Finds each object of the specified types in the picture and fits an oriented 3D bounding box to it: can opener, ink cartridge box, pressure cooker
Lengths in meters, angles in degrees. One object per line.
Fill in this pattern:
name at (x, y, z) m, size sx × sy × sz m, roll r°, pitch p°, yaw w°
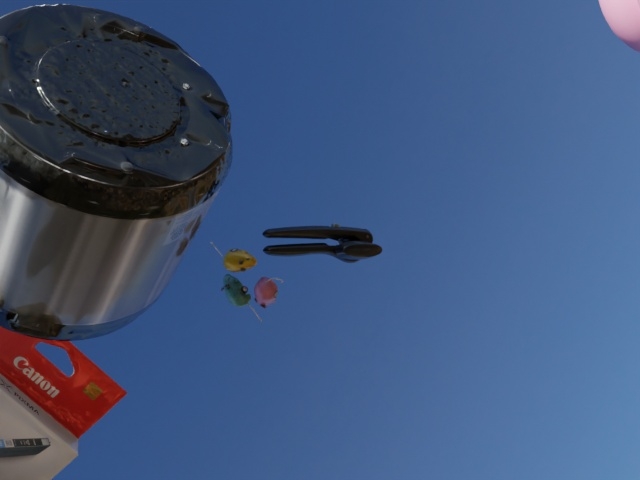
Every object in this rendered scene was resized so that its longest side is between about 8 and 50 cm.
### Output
can opener at (0.000, 0.000, 1.230) m, size 0.186 × 0.073 × 0.059 m, roll 5°, pitch -104°, yaw -20°
ink cartridge box at (-0.539, 0.281, 1.438) m, size 0.261 × 0.066 × 0.296 m, roll -42°, pitch -69°, yaw -1°
pressure cooker at (-0.352, -0.063, 1.144) m, size 0.369 × 0.376 × 0.420 m, roll 4°, pitch -40°, yaw -30°

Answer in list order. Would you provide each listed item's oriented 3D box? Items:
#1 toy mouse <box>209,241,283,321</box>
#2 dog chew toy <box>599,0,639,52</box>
toy mouse at (-0.123, 0.084, 1.360) m, size 0.031 × 0.161 × 0.143 m, roll -38°, pitch -50°, yaw -43°
dog chew toy at (0.300, -0.185, 0.510) m, size 0.206 × 0.332 × 0.207 m, roll -2°, pitch -82°, yaw -15°
